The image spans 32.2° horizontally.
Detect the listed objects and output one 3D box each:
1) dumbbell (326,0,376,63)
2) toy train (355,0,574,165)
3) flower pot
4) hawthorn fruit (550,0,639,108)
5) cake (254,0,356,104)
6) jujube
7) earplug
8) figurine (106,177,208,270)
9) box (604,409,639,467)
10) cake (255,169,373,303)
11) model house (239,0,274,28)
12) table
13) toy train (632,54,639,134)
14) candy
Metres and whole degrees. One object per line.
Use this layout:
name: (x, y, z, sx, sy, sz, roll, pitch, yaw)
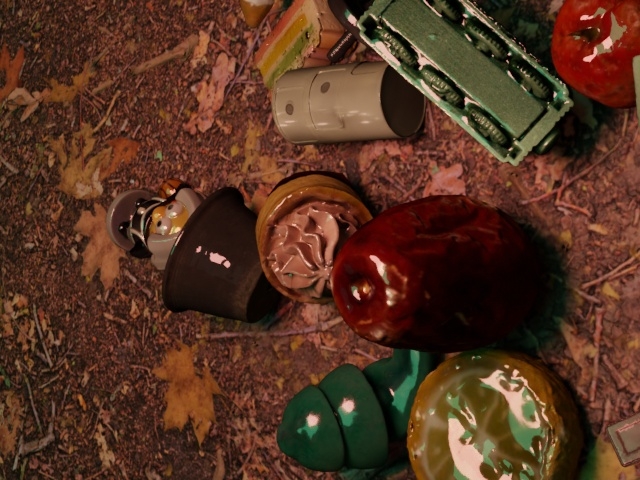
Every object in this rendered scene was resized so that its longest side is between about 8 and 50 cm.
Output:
dumbbell: (0.117, -0.392, 1.696, 0.325, 0.143, 0.143, -46, 60, 28)
toy train: (0.205, -0.238, 1.553, 0.330, 0.178, 0.138, 44, 96, 11)
flower pot: (-0.142, 0.046, 1.855, 0.148, 0.235, 0.235, 28, 105, 19)
hawthorn fruit: (0.380, -0.262, 1.430, 0.179, 0.200, 0.179, -5, 83, 46)
cake: (-0.026, -0.328, 1.881, 0.225, 0.090, 0.109, -41, 63, 51)
jujube: (0.160, 0.049, 1.514, 0.223, 0.318, 0.223, 6, 98, 43)
earplug: (0.054, 0.230, 1.688, 0.164, 0.280, 0.258, 39, 149, 56)
figurine: (-0.268, -0.030, 1.997, 0.236, 0.133, 0.176, 16, 71, 49)
box: (0.426, 0.251, 1.438, 0.084, 0.063, 0.060, -35, 67, 32)
cake: (0.000, 0.000, 1.696, 0.208, 0.185, 0.178, -66, 16, 7)
model house: (-0.061, -0.490, 1.830, 0.253, 0.184, 0.291, 30, 107, 38)
table: (0.044, -0.218, 1.757, 0.220, 0.126, 0.126, 1, 87, 39)
toy train: (0.481, -0.062, 1.261, 0.160, 0.253, 0.397, -3, 95, 48)
candy: (0.244, 0.276, 1.561, 0.259, 0.118, 0.260, -6, 79, 35)
